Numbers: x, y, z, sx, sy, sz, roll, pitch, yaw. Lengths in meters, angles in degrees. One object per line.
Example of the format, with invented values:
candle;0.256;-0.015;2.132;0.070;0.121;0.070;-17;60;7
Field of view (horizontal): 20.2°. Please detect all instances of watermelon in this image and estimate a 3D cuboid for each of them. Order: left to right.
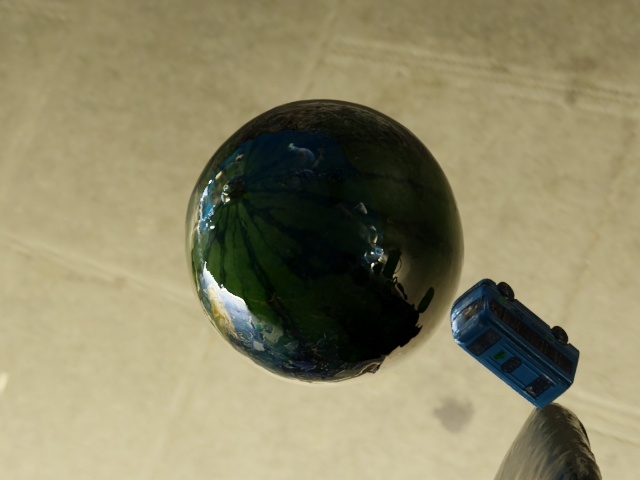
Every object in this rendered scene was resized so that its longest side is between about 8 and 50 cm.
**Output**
watermelon;0.003;0.002;1.495;0.242;0.242;0.242;-15;63;32

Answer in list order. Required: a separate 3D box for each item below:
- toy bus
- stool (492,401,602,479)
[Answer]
toy bus;0.121;0.065;1.127;0.038;0.083;0.046;-41;18;33
stool;0.213;0.316;1.380;0.226;0.310;0.310;22;99;-2
